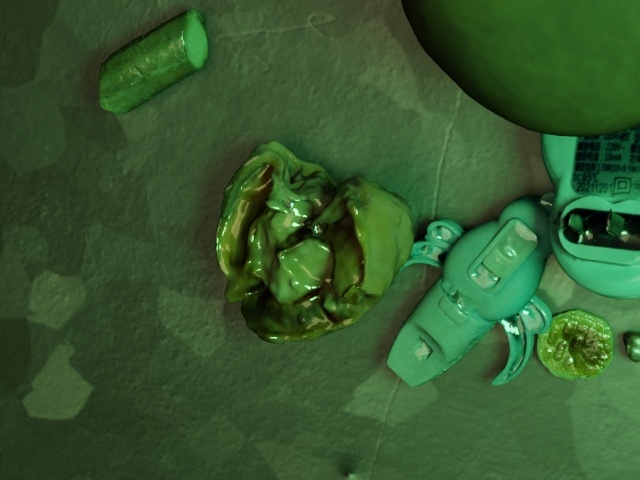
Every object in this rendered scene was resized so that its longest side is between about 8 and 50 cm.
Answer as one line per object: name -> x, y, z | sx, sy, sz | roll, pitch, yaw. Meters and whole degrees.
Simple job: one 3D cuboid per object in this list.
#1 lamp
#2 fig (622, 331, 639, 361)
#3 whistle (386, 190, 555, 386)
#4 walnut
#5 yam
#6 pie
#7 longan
lamp -> 0.310, -0.082, 1.310 | 0.209, 0.147, 0.284 | 6, 62, 34
fig -> 0.424, 0.055, 1.333 | 0.321, 0.217, 0.217 | -29, 92, 51
whistle -> 0.168, 0.051, 1.446 | 0.186, 0.093, 0.274 | 43, 115, 9
walnut -> 0.000, 0.012, 1.462 | 0.238, 0.141, 0.204 | 26, 108, 44
yam -> -0.189, -0.200, 1.526 | 0.146, 0.069, 0.070 | -26, 92, 23
pie -> 0.273, 0.112, 1.458 | 0.084, 0.020, 0.085 | 4, 103, 18
longan -> 0.236, -0.259, 1.149 | 0.360, 0.361, 0.361 | 4, 103, 18
